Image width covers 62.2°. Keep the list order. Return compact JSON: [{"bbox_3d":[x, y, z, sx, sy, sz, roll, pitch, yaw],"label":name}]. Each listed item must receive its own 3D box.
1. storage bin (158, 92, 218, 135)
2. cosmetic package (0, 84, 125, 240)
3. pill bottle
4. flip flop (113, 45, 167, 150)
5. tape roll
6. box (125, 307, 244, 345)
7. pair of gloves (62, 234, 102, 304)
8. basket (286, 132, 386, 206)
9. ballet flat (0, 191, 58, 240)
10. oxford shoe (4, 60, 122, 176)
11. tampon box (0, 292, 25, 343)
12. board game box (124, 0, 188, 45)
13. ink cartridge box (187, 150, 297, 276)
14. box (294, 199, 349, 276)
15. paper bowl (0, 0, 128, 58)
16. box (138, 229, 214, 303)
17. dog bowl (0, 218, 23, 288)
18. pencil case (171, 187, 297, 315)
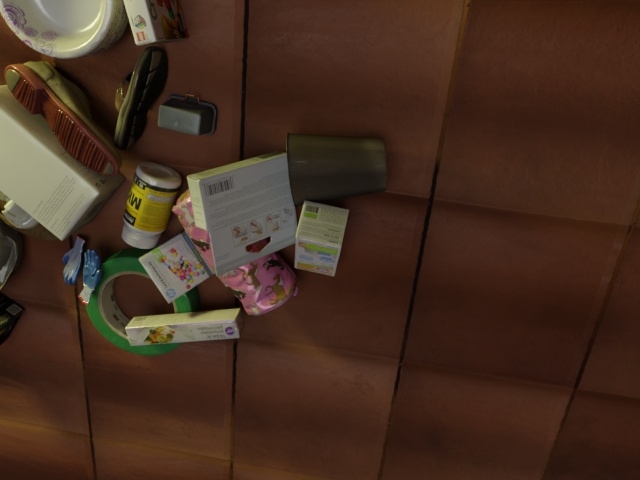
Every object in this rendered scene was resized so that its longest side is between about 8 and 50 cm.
[{"bbox_3d":[-0.331,-0.309,1.309,0.135,0.091,0.098,14,114,1],"label":"storage bin"},{"bbox_3d":[-0.730,-0.203,1.374,0.365,0.155,0.197,44,111,-10],"label":"cosmetic package"},{"bbox_3d":[-0.451,-0.090,1.401,0.119,0.119,0.209,24,113,-2],"label":"pill bottle"},{"bbox_3d":[-0.463,-0.354,1.311,0.080,0.112,0.277,36,119,8],"label":"flip flop"},{"bbox_3d":[-0.517,0.181,1.548,0.320,0.077,0.322,3,112,7],"label":"tape roll"},{"bbox_3d":[-0.377,0.242,1.477,0.323,0.067,0.063,-6,113,8],"label":"box"},{"bbox_3d":[-0.680,0.078,1.503,0.198,0.023,0.160,31,107,34],"label":"pair of gloves"},{"bbox_3d":[0.042,-0.176,1.279,0.226,0.154,0.204,-4,146,4],"label":"basket"},{"bbox_3d":[-0.853,-0.122,1.434,0.342,0.124,0.116,44,79,-9],"label":"ballet flat"},{"bbox_3d":[-0.602,-0.313,1.313,0.348,0.130,0.123,49,133,-7],"label":"oxford shoe"},{"bbox_3d":[-1.015,0.263,1.627,0.101,0.120,0.161,37,113,-7],"label":"tampon box"},{"bbox_3d":[-0.379,-0.587,1.143,0.053,0.193,0.306,-6,112,11],"label":"board game box"},{"bbox_3d":[-0.177,-0.072,1.303,0.060,0.275,0.239,19,122,43],"label":"ink cartridge box"},{"bbox_3d":[0.000,0.000,1.328,0.114,0.103,0.203,13,156,1],"label":"box"},{"bbox_3d":[-0.571,-0.565,1.204,0.283,0.148,0.285,3,113,6],"label":"paper bowl"},{"bbox_3d":[-0.374,0.058,1.446,0.186,0.038,0.145,-33,104,-13],"label":"box"},{"bbox_3d":[-1.030,0.001,1.530,0.348,0.102,0.349,3,113,6],"label":"dog bowl"},{"bbox_3d":[-0.217,0.015,1.395,0.167,0.160,0.386,-18,111,41],"label":"pencil case"}]
